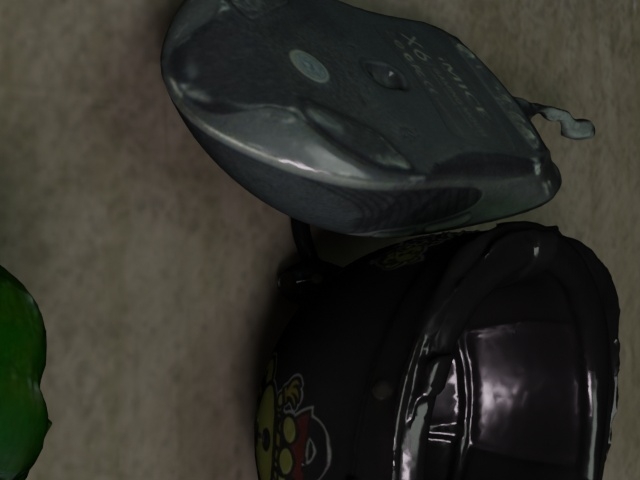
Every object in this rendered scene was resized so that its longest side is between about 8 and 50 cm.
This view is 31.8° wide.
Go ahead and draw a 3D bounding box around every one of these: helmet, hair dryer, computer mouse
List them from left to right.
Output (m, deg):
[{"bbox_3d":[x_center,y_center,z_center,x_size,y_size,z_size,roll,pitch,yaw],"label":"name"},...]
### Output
[{"bbox_3d":[0.000,0.000,0.702,0.079,0.031,0.083,-1,78,-51],"label":"hair dryer"},{"bbox_3d":[0.052,-0.066,0.691,0.379,0.090,0.167,1,51,-44],"label":"computer mouse"},{"bbox_3d":[0.062,0.100,0.654,0.279,0.160,0.230,-21,109,-55],"label":"helmet"}]

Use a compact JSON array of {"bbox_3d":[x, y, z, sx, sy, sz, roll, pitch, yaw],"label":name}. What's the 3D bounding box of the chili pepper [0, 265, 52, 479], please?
[{"bbox_3d":[-0.269,0.055,0.348,0.385,0.213,0.167,7,62,-43],"label":"chili pepper"}]
